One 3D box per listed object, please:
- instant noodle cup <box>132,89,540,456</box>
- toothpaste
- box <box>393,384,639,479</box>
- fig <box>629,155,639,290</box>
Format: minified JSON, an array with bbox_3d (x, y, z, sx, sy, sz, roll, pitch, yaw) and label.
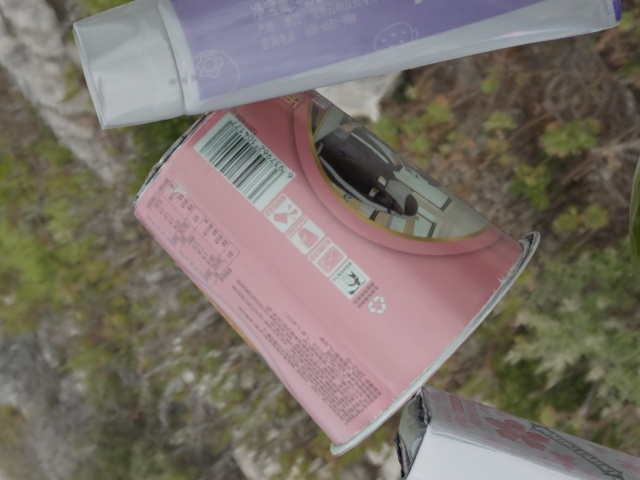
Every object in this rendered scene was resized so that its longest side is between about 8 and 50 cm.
[{"bbox_3d":[0.000,0.000,1.032,0.255,0.244,0.244,42,141,0],"label":"instant noodle cup"},{"bbox_3d":[0.027,-0.155,0.874,0.080,0.371,0.125,-135,29,-71],"label":"toothpaste"},{"bbox_3d":[0.286,0.314,1.841,0.370,0.190,0.112,20,100,-5],"label":"box"},{"bbox_3d":[0.296,-0.019,0.882,0.203,0.203,0.225,51,141,12],"label":"fig"}]
